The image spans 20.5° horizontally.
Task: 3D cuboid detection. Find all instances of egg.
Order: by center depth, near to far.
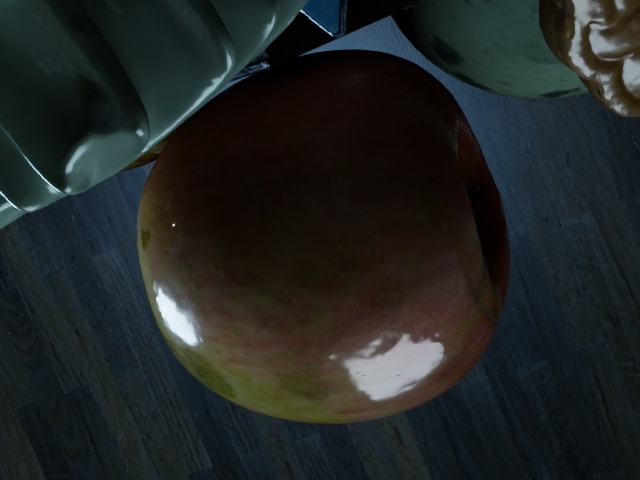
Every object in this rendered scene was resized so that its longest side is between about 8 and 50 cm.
[{"bbox_3d":[0.218,-0.310,1.691,0.345,0.345,0.428,-24,179,-5],"label":"egg"}]

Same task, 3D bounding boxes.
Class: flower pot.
[{"bbox_3d":[-0.178,-0.088,0.903,0.367,0.164,0.254,-29,-163,30],"label":"flower pot"}]

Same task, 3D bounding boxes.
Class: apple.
[{"bbox_3d":[0.000,0.000,1.678,0.364,0.364,0.364,-22,-172,3],"label":"apple"}]

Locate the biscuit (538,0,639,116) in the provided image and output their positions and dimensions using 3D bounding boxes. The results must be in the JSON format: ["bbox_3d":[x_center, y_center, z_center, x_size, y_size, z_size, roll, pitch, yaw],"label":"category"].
[{"bbox_3d":[0.311,-0.285,1.445,0.350,0.455,0.078,-42,-129,-1],"label":"biscuit"}]

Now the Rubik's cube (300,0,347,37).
[{"bbox_3d":[0.002,-0.322,1.403,0.190,0.211,0.178,-55,-179,-39],"label":"Rubik's cube"}]

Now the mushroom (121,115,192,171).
[{"bbox_3d":[-0.279,-0.157,1.739,0.345,0.239,0.345,8,-167,-2],"label":"mushroom"}]

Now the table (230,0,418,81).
[{"bbox_3d":[-0.049,-0.267,1.636,0.169,0.193,0.172,-27,-170,-24],"label":"table"}]
